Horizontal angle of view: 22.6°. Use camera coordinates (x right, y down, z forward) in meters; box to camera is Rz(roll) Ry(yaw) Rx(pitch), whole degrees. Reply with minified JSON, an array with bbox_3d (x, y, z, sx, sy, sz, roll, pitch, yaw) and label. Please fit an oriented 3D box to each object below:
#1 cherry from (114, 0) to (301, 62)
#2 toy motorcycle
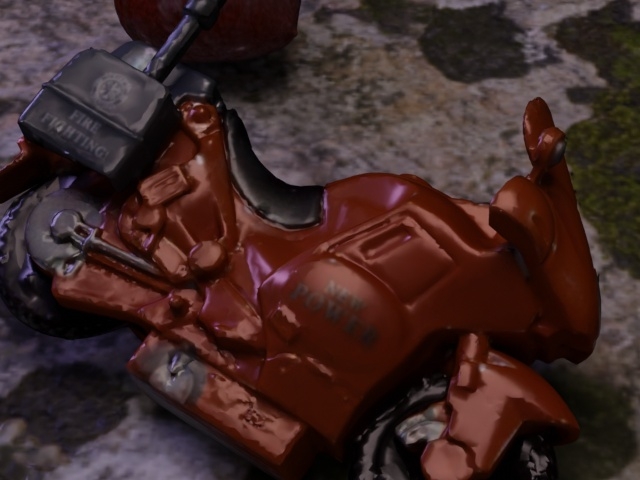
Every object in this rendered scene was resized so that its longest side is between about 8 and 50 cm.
[{"bbox_3d":[-0.104,-0.169,0.977,0.225,0.090,0.107,26,56,27],"label":"cherry"},{"bbox_3d":[0.000,0.000,0.766,0.326,0.148,0.221,30,73,20],"label":"toy motorcycle"}]
